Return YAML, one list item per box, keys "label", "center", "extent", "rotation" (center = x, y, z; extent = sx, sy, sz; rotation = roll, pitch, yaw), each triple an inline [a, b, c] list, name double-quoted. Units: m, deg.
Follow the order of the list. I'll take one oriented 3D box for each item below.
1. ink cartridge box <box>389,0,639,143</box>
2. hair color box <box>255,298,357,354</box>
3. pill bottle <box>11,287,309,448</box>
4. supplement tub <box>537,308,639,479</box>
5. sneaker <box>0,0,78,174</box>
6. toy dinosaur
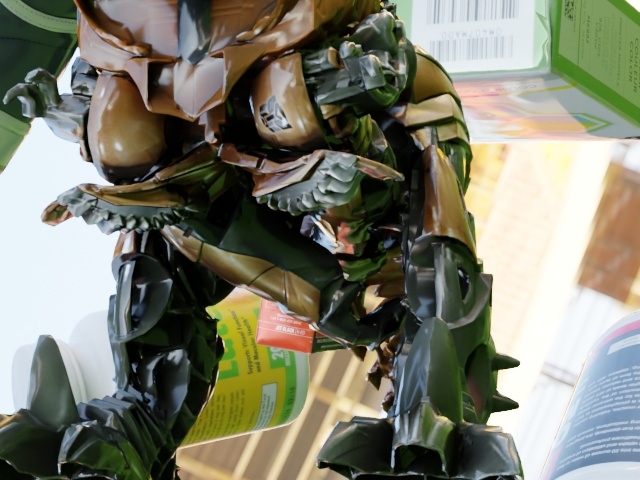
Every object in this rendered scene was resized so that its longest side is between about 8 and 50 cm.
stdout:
- label: "ink cartridge box"
  center: [0.104, -0.086, 0.874]
  extent: [0.209, 0.109, 0.062]
  rotation: [16, -104, -60]
- label: "hair color box"
  center: [0.000, 0.000, 1.140]
  extent: [0.072, 0.043, 0.141]
  rotation: [0, -82, -66]
- label: "pill bottle"
  center: [-0.146, 0.123, 1.585]
  extent: [0.245, 0.136, 0.136]
  rotation: [-10, -51, -28]
- label: "supplement tub"
  center: [0.242, 0.187, 1.204]
  extent: [0.272, 0.191, 0.191]
  rotation: [-57, -19, -49]
- label: "sneaker"
  center: [-0.208, -0.158, 0.759]
  extent: [0.282, 0.099, 0.153]
  rotation: [34, -85, -36]
- label: "toy dinosaur"
  center: [0.002, -0.009, 0.554]
  extent: [0.322, 0.164, 0.218]
  rotation: [37, -132, -38]
